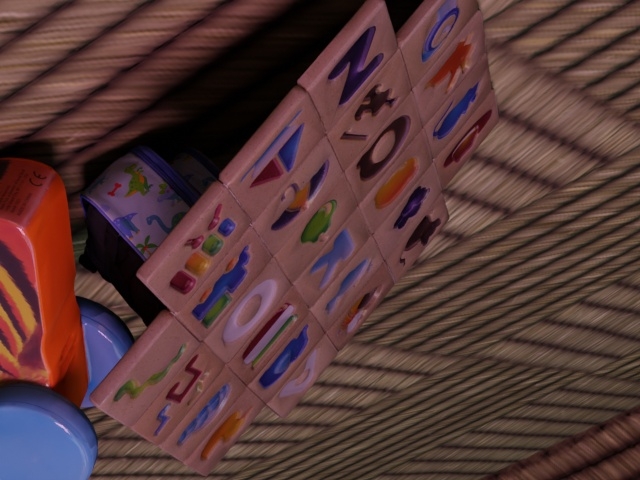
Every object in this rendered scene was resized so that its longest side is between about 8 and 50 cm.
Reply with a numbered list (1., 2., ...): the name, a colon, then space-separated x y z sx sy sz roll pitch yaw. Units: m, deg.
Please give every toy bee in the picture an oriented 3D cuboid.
1. toy bee: -0.186 0.099 0.906 0.162 0.298 0.195 -3 -165 15

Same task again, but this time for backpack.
1. backpack: -0.079 0.000 0.908 0.084 0.105 0.114 -41 164 -13

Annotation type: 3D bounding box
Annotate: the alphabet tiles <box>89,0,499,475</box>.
1. alphabet tiles: 0.000 0.000 0.914 0.285 0.011 0.342 -51 162 -7
